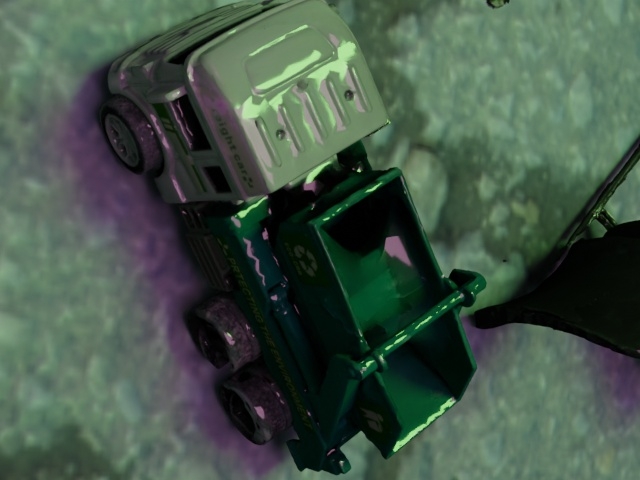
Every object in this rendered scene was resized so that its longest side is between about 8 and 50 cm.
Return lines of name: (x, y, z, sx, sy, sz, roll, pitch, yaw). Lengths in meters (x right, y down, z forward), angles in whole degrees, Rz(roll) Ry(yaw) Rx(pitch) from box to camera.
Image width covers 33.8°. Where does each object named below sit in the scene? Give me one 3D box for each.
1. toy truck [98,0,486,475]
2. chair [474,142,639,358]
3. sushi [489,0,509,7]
toy truck: (0.000, 0.000, 0.468, 0.110, 0.116, 0.216, -33, 110, -28)
chair: (0.218, 0.033, 0.606, 0.221, 0.140, 0.145, -37, 111, -25)
sushi: (0.160, -0.230, 0.616, 0.201, 0.031, 0.139, -28, 107, -30)
